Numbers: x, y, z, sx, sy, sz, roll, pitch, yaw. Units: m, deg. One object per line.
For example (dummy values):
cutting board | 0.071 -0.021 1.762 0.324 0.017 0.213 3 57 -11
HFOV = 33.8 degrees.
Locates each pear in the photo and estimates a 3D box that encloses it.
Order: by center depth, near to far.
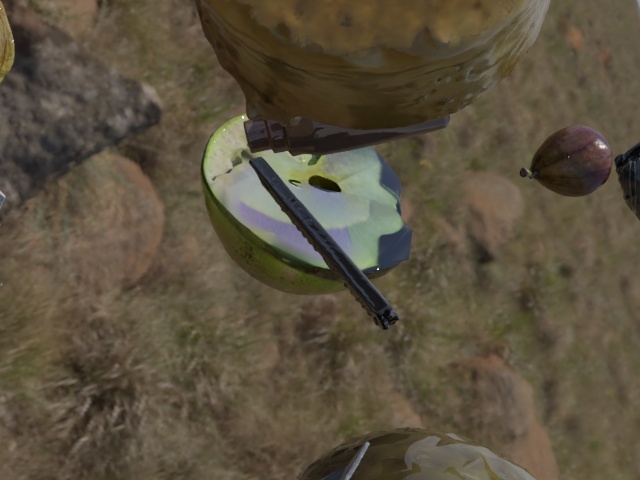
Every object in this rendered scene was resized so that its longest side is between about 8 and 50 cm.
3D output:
pear | -0.044 -0.039 1.790 0.399 0.165 0.399 17 39 -15

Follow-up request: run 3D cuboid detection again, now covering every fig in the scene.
fig | 0.276 -0.088 1.233 0.089 0.125 0.089 168 -90 -70

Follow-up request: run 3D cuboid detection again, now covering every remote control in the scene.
remote control | 0.000 0.000 1.141 0.245 0.025 0.063 50 -1 26

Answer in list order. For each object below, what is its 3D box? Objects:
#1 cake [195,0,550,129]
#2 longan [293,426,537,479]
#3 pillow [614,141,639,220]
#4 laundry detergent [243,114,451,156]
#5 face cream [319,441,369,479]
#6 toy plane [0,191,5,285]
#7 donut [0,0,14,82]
cake | 0.044 -0.240 0.904 0.321 0.332 0.332 71 3 -80
longan | 0.114 0.408 1.218 0.391 0.391 0.391 53 25 -39
pillow | 0.532 -0.033 1.414 0.335 0.161 0.092 41 -8 -12
laundry detergent | 0.025 -0.166 1.261 0.171 0.237 0.076 -103 179 -58
face cream | -0.094 0.309 0.795 0.086 0.385 0.135 40 14 6
toy plane | -0.391 0.016 1.144 0.065 0.162 0.171 43 -6 16
donut | -0.578 -0.312 1.531 0.261 0.208 0.128 31 -2 -6
